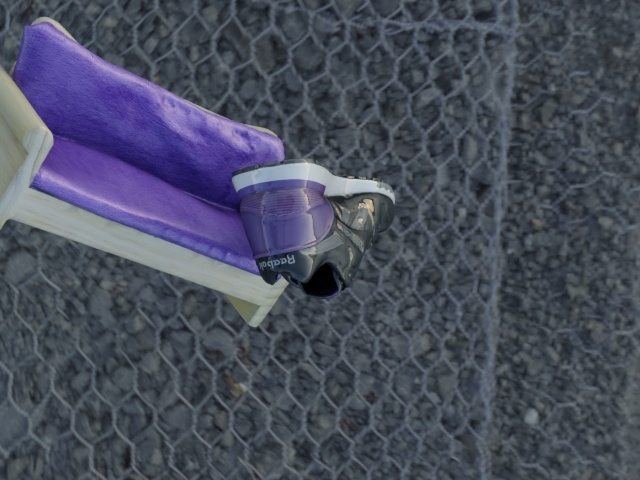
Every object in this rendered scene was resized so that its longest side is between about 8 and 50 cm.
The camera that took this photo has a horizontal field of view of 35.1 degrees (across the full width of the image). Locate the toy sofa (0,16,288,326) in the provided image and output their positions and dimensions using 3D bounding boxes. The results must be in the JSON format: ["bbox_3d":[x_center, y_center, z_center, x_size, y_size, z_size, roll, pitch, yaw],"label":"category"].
[{"bbox_3d":[-0.168,-0.058,1.010,0.362,0.150,0.177,24,107,-44],"label":"toy sofa"}]

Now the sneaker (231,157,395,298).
[{"bbox_3d":[0.000,0.000,1.027,0.107,0.283,0.124,-11,82,25],"label":"sneaker"}]
